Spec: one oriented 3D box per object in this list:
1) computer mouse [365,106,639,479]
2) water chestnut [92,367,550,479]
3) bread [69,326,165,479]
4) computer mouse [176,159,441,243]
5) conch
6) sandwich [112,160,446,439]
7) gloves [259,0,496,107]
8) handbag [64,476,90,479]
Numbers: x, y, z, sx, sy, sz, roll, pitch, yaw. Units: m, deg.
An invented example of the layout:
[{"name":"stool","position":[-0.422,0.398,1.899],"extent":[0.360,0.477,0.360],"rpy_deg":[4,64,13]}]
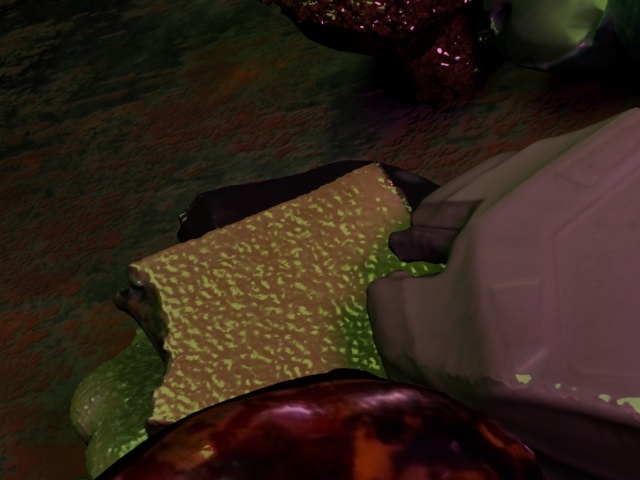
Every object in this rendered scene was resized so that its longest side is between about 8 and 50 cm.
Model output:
[{"name":"computer mouse","position":[0.226,0.050,0.879],"extent":[0.429,0.145,0.228],"rpy_deg":[9,55,36]},{"name":"water chestnut","position":[0.001,0.204,0.729],"extent":[0.300,0.300,0.300],"rpy_deg":[-22,32,14]},{"name":"bread","position":[-0.065,0.109,1.113],"extent":[0.207,0.056,0.286],"rpy_deg":[-34,30,-31]},{"name":"computer mouse","position":[0.000,0.000,1.190],"extent":[0.217,0.073,0.122],"rpy_deg":[-14,32,-43]},{"name":"conch","position":[0.245,-0.187,1.243],"extent":[0.196,0.134,0.202],"rpy_deg":[-61,34,10]},{"name":"sandwich","position":[-0.003,0.087,1.003],"extent":[0.212,0.063,0.245],"rpy_deg":[-22,54,-12]},{"name":"gloves","position":[0.085,-0.222,1.414],"extent":[0.312,0.135,0.210],"rpy_deg":[-26,45,-36]},{"name":"handbag","position":[-0.223,0.251,1.058],"extent":[0.175,0.089,0.270],"rpy_deg":[-10,35,16]}]
